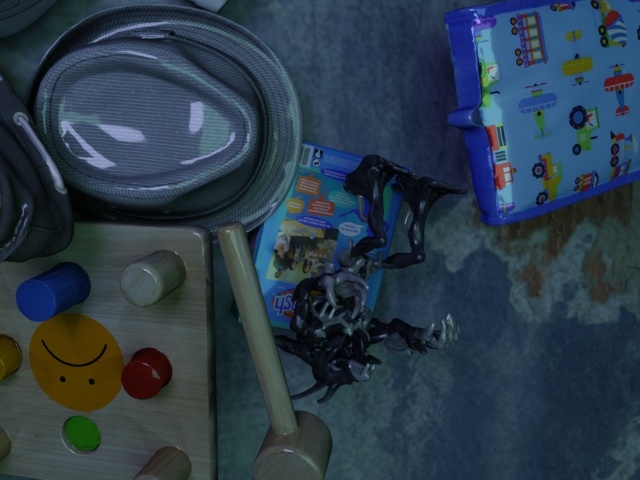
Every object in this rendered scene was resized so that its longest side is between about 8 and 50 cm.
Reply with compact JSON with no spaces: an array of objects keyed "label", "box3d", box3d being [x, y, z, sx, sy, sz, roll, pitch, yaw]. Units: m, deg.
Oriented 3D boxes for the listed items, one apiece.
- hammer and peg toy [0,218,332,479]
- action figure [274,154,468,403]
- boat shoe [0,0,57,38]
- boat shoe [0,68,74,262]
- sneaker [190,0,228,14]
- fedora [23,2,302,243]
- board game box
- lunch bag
[{"label":"hammer and peg toy","box3d":[-0.164,0.101,0.584,0.362,0.127,0.265,2,102,11]},{"label":"action figure","box3d":[0.051,0.057,0.672,0.164,0.141,0.275,18,91,-33]},{"label":"boat shoe","box3d":[-0.255,-0.334,0.584,0.118,0.103,0.320,20,98,-40]},{"label":"boat shoe","box3d":[-0.303,-0.112,0.510,0.112,0.095,0.335,-41,70,13]},{"label":"sneaker","box3d":[-0.086,-0.377,0.620,0.123,0.106,0.290,26,91,-23]},{"label":"fedora","box3d":[-0.147,-0.106,0.609,0.276,0.124,0.243,10,96,-8]},{"label":"board game box","box3d":[0.000,0.000,0.743,0.160,0.047,0.210,13,94,-21]},{"label":"lunch bag","box3d":[0.252,-0.153,0.713,0.293,0.138,0.220,-20,106,-35]}]
